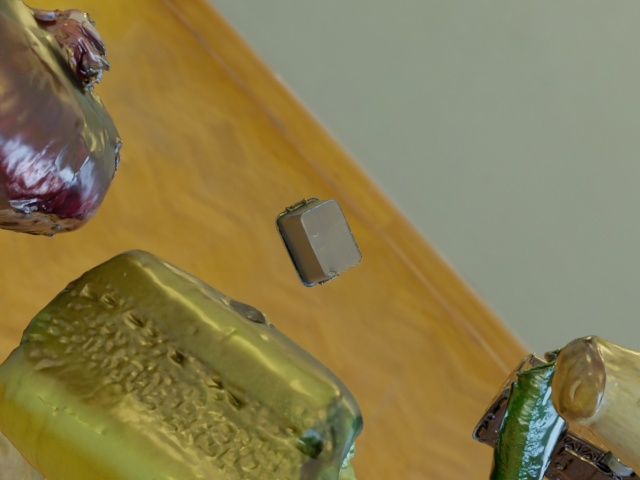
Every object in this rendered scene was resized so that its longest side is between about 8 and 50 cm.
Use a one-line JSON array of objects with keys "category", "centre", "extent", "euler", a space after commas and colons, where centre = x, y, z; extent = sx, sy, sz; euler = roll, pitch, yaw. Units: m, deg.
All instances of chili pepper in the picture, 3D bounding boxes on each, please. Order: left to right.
[{"category": "chili pepper", "centre": [0.224, 0.195, 1.436], "extent": [0.062, 0.216, 0.108], "euler": [29, 23, 23]}]

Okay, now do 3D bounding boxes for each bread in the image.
[{"category": "bread", "centre": [-0.129, 0.183, 1.322], "extent": [0.377, 0.251, 0.208], "euler": [33, -28, 26]}]

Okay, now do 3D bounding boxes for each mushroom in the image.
[{"category": "mushroom", "centre": [0.321, 0.188, 1.100], "extent": [0.333, 0.087, 0.107], "euler": [38, 7, -2]}]

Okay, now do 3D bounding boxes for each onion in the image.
[{"category": "onion", "centre": [-0.315, -0.143, 1.345], "extent": [0.314, 0.232, 0.314], "euler": [51, 3, -4]}]

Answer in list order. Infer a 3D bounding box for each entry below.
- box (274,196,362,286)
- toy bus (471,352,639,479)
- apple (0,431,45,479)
[{"category": "box", "centre": [0.000, 0.000, 1.925], "extent": [0.069, 0.084, 0.122], "euler": [-10, -74, 64]}, {"category": "toy bus", "centre": [0.290, 0.222, 1.609], "extent": [0.201, 0.098, 0.114], "euler": [29, 42, 1]}, {"category": "apple", "centre": [-0.534, 0.346, 2.080], "extent": [0.257, 0.233, 0.257], "euler": [17, -11, 3]}]
